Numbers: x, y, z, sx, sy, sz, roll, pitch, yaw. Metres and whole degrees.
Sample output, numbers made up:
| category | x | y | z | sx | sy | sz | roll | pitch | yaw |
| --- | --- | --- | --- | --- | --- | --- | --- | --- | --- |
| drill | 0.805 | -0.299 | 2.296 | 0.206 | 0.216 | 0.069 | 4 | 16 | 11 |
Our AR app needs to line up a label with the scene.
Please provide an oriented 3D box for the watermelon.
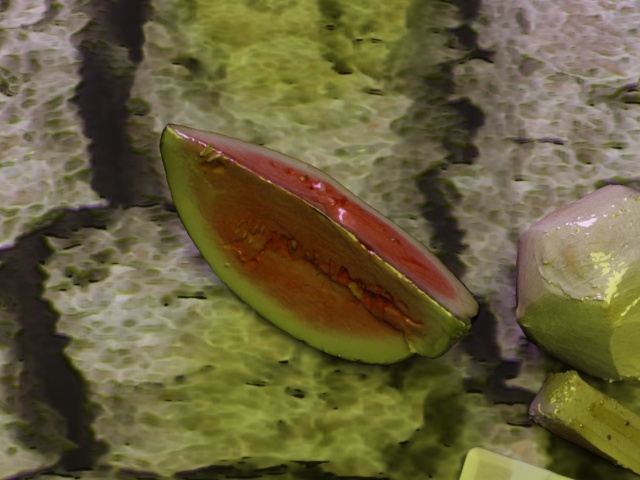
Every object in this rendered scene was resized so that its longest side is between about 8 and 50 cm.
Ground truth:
| category | x | y | z | sx | sy | sz | roll | pitch | yaw |
| --- | --- | --- | --- | --- | --- | --- | --- | --- | --- |
| watermelon | -0.012 | 0.021 | 1.213 | 0.303 | 0.159 | 0.128 | 34 | 102 | 9 |

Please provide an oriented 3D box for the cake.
| category | x | y | z | sx | sy | sz | roll | pitch | yaw |
| --- | --- | --- | --- | --- | --- | --- | --- | --- | --- |
| cake | 0.244 | 0.161 | 1.206 | 0.121 | 0.065 | 0.052 | 29 | 74 | 1 |

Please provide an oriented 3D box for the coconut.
| category | x | y | z | sx | sy | sz | roll | pitch | yaw |
| --- | --- | --- | --- | --- | --- | --- | --- | --- | --- |
| coconut | 0.243 | 0.041 | 1.196 | 0.162 | 0.161 | 0.161 | -34 | 75 | -14 |

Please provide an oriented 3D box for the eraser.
| category | x | y | z | sx | sy | sz | roll | pitch | yaw |
| --- | --- | --- | --- | --- | --- | --- | --- | --- | --- |
| eraser | 0.167 | 0.222 | 1.194 | 0.105 | 0.026 | 0.065 | 20 | 68 | 5 |
